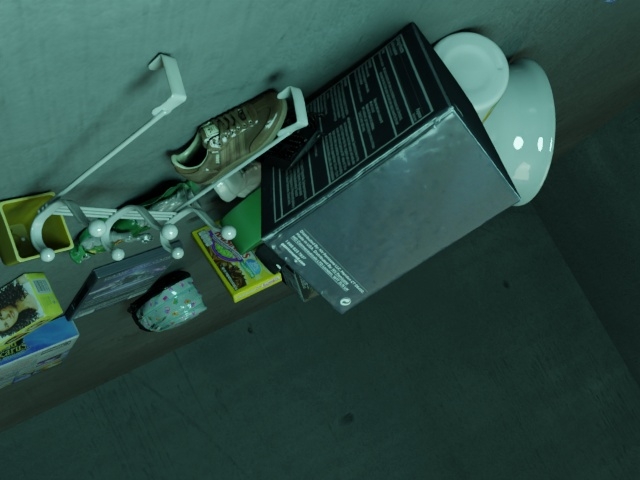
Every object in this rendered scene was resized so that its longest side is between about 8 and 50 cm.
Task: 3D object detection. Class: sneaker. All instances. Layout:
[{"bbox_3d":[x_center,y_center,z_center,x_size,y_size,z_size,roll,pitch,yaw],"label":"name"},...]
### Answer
[{"bbox_3d":[-0.126,-0.118,1.264,0.094,0.080,0.212,-33,180,10],"label":"sneaker"},{"bbox_3d":[-0.130,-0.146,1.108,0.188,0.066,0.071,-40,150,19],"label":"sneaker"}]

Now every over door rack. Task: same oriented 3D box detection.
[{"bbox_3d":[-0.185,-0.072,1.000,0.324,0.108,0.240,-42,156,29],"label":"over door rack"}]

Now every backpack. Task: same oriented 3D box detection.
[{"bbox_3d":[-0.350,0.148,1.863,0.152,0.115,0.182,-39,-174,-40],"label":"backpack"}]

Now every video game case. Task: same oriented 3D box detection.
[{"bbox_3d":[-0.422,0.089,1.677,0.196,0.026,0.274,-21,168,-36],"label":"video game case"},{"bbox_3d":[-0.698,0.272,1.763,0.270,0.061,0.244,-22,168,-34],"label":"video game case"}]

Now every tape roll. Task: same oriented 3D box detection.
[{"bbox_3d":[-0.036,-0.090,1.476,0.321,0.077,0.321,-33,179,0],"label":"tape roll"}]

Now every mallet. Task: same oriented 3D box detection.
[{"bbox_3d":[-0.035,-0.007,1.522,0.190,0.062,0.039,-34,180,-10],"label":"mallet"}]

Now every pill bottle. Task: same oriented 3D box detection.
[{"bbox_3d":[0.232,-0.248,1.367,0.136,0.136,0.245,-27,171,-6],"label":"pill bottle"}]

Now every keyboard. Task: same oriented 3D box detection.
[{"bbox_3d":[-0.061,-0.157,1.131,0.100,0.038,0.192,-49,-151,-9],"label":"keyboard"}]

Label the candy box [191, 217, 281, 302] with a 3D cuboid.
[{"bbox_3d":[-0.171,0.031,1.579,0.105,0.206,0.027,-24,139,-19],"label":"candy box"}]

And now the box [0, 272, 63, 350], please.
[{"bbox_3d":[-0.570,0.146,1.373,0.232,0.087,0.058,-31,173,14],"label":"box"}]

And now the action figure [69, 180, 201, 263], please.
[{"bbox_3d":[-0.310,-0.024,1.283,0.232,0.063,0.137,-26,175,10],"label":"action figure"}]

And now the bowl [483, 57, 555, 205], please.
[{"bbox_3d":[0.334,-0.214,1.558,0.134,0.297,0.298,-1,164,-12],"label":"bowl"}]

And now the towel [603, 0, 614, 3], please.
[{"bbox_3d":[0.545,-0.483,1.303,0.243,0.040,0.336,-33,170,33],"label":"towel"}]

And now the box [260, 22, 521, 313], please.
[{"bbox_3d":[0.082,-0.105,1.103,0.294,0.183,0.296,-35,-149,19],"label":"box"}]

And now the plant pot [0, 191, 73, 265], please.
[{"bbox_3d":[-0.396,-0.009,1.052,0.083,0.081,0.081,-20,179,44],"label":"plant pot"}]

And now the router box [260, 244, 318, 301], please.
[{"bbox_3d":[0.000,0.000,1.743,0.243,0.081,0.309,-25,-154,-16],"label":"router box"}]
